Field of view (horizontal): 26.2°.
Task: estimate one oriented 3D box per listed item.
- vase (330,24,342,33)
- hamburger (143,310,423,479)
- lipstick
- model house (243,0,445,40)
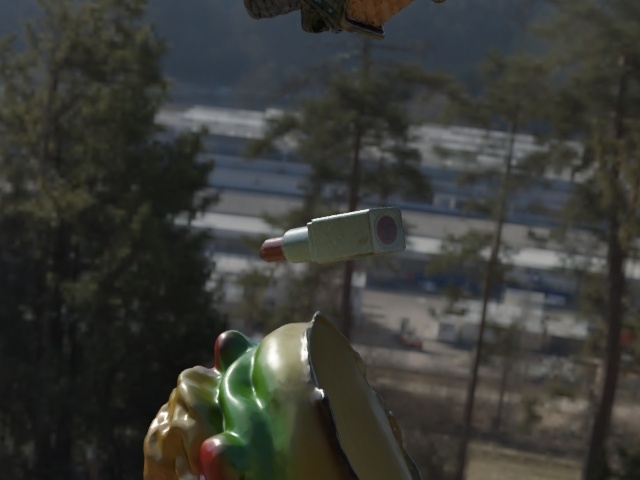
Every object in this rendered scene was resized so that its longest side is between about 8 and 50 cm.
[{"bbox_3d":[-0.003,-0.277,1.274,0.059,0.167,0.059,-29,4,2],"label":"vase"},{"bbox_3d":[-0.023,0.166,0.875,0.149,0.237,0.237,-24,7,10],"label":"hamburger"},{"bbox_3d":[0.000,0.001,0.919,0.030,0.030,0.129,-6,-3,-42],"label":"lipstick"},{"bbox_3d":[0.004,-0.245,1.133,0.172,0.166,0.183,-38,54,-15],"label":"model house"}]
